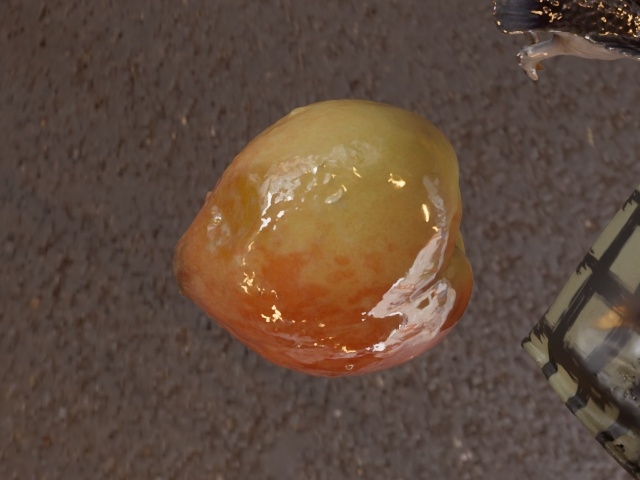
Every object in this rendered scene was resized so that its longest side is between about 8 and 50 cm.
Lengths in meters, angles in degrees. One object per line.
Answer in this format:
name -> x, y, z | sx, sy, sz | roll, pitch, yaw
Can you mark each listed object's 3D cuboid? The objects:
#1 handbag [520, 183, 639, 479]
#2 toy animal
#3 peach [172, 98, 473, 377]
handbag -> 0.368, 0.076, 1.412 | 0.162, 0.327, 0.325 | 23, 110, -30
toy animal -> 0.213, -0.162, 1.062 | 0.160, 0.197, 0.272 | -9, 75, 20
peach -> 0.000, 0.000, 1.159 | 0.232, 0.232, 0.232 | -3, 115, -6
